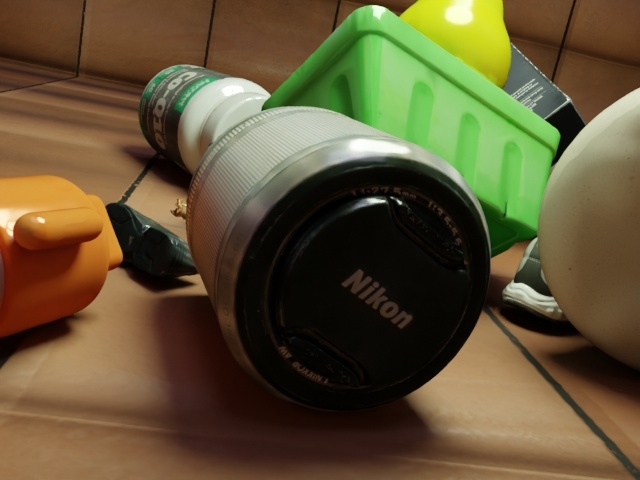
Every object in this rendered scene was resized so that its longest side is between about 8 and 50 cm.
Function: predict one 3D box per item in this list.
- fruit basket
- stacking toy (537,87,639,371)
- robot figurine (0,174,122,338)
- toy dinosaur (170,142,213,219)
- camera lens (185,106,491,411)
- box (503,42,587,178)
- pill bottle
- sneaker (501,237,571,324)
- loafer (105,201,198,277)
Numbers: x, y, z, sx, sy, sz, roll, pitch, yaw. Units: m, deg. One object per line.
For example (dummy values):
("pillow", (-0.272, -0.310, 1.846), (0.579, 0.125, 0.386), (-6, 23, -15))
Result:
("fruit basket", (0.138, -0.182, 0.912), (0.392, 0.392, 0.283), (-2, -23, -42))
("stacking toy", (0.469, -0.078, 0.831), (0.350, 0.350, 0.480), (16, 29, 15))
("robot figurine", (-0.260, 0.015, 0.525), (0.158, 0.128, 0.219), (20, 16, 21))
("toy dinosaur", (-0.053, -0.053, 0.917), (0.218, 0.164, 0.322), (43, 9, 34))
("camera lens", (0.000, 0.000, 0.590), (0.219, 0.219, 0.274), (6, 16, -20))
("box", (0.412, -0.219, 1.354), (0.343, 0.179, 0.312), (35, 24, -42))
("pill bottle", (-0.194, -0.211, 1.250), (0.204, 0.204, 0.361), (2, 17, -34))
("sneaker", (0.353, 0.049, 0.895), (0.271, 0.108, 0.100), (5, 15, -45))
("loafer", (-0.200, 0.004, 0.761), (0.170, 0.062, 0.061), (30, 1, 40))
